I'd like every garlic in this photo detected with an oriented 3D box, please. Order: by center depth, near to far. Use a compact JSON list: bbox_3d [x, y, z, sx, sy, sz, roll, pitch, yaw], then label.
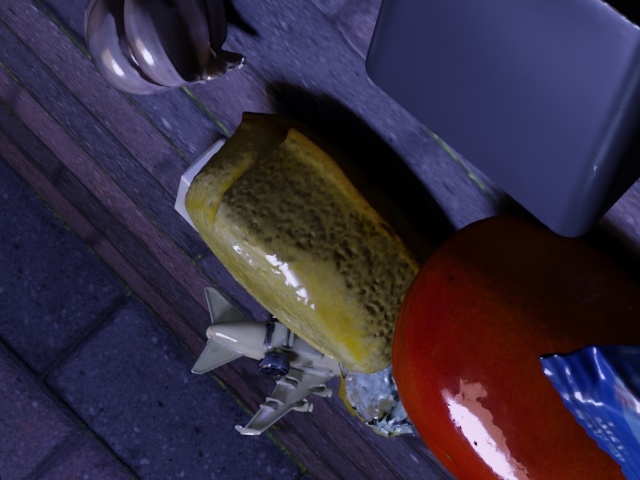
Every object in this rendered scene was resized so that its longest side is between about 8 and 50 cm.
[{"bbox_3d":[-0.150,-0.212,1.419,0.131,0.127,0.194,33,143,53],"label":"garlic"}]

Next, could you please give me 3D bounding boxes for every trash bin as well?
[{"bbox_3d":[0.120,-0.122,0.854,0.165,0.115,0.225,42,165,12],"label":"trash bin"}]

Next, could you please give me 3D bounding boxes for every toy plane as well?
[{"bbox_3d":[-0.027,0.128,1.979,0.244,0.229,0.092,10,156,-7],"label":"toy plane"}]

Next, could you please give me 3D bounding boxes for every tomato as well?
[{"bbox_3d":[0.161,0.106,1.263,0.260,0.180,0.260,50,167,16],"label":"tomato"}]

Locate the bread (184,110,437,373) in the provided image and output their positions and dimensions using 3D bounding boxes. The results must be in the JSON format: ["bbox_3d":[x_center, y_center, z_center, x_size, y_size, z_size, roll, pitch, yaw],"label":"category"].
[{"bbox_3d":[0.000,0.000,1.518,0.270,0.148,0.270,43,171,9],"label":"bread"}]

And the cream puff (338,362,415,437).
[{"bbox_3d":[0.096,0.129,1.661,0.156,0.156,0.121,78,176,-67],"label":"cream puff"}]

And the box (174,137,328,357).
[{"bbox_3d":[-0.049,0.013,1.866,0.256,0.069,0.164,44,167,2],"label":"box"}]

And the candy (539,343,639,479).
[{"bbox_3d":[0.307,0.134,1.020,0.331,0.077,0.187,3,140,42],"label":"candy"}]
